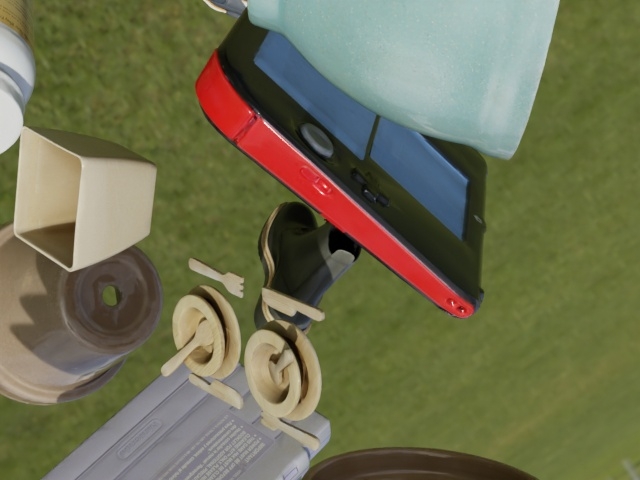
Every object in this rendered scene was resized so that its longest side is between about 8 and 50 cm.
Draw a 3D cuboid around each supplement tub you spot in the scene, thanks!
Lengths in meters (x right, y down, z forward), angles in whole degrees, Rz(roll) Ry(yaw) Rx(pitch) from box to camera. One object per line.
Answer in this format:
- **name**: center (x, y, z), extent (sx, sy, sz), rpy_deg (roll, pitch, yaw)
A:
- **supplement tub**: center (-0.497, -0.281, 1.835), extent (0.228, 0.316, 0.228), rpy_deg (-7, 148, -4)

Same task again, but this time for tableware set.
- **tableware set**: center (-0.074, 0.099, 1.189), extent (0.039, 0.194, 0.128), rpy_deg (-13, 112, -39)

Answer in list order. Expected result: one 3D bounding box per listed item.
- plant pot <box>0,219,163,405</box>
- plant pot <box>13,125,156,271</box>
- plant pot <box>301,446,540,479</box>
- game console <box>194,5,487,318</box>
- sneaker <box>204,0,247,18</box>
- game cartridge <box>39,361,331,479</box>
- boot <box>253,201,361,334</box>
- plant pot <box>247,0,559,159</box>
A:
- **plant pot**: center (-0.326, 0.084, 1.816), extent (0.263, 0.263, 0.229), rpy_deg (-22, -174, -34)
- **plant pot**: center (-0.215, -0.043, 1.288), extent (0.096, 0.109, 0.109), rpy_deg (-7, 114, -41)
- **plant pot**: center (0.096, 0.278, 1.260), extent (0.237, 0.237, 0.110), rpy_deg (-10, 109, -53)
- **game console**: center (0.042, -0.113, 1.410), extent (0.060, 0.342, 0.386), rpy_deg (-48, -170, 24)
- **sneaker**: center (-0.100, -0.420, 2.248), extent (0.126, 0.321, 0.127), rpy_deg (-51, 178, -30)
- **game cartridge**: center (-0.176, 0.290, 1.684), extent (0.355, 0.230, 0.068), rpy_deg (-41, 153, -35)
- **boot**: center (0.000, 0.000, 1.382), extent (0.076, 0.198, 0.137), rpy_deg (24, 127, -21)
- **plant pot**: center (0.059, -0.215, 0.928), extent (0.196, 0.293, 0.293), rpy_deg (10, 160, 3)
